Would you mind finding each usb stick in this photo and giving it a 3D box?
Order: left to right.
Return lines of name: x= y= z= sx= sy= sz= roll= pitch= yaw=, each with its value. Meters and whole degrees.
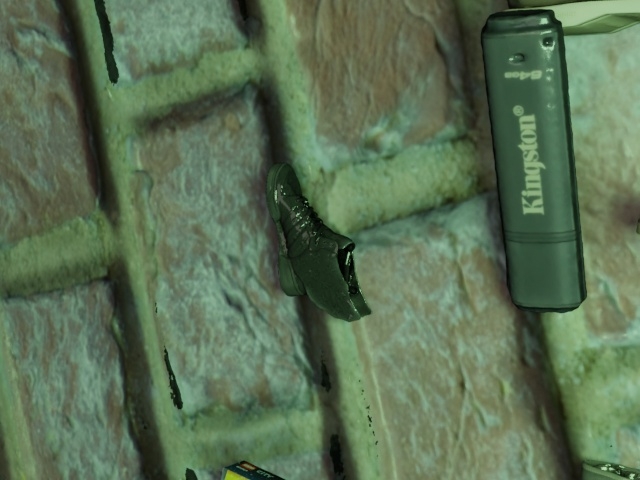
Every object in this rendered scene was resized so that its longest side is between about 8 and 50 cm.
usb stick: x=0.191 y=-0.065 z=0.965 sx=0.077 sy=0.045 sz=0.278 roll=5 pitch=114 yaw=35

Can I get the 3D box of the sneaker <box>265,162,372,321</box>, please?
sneaker: x=-0.001 y=0.000 z=1.121 sx=0.089 sy=0.051 sz=0.170 roll=-5 pitch=94 yaw=29

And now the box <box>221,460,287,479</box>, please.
box: x=-0.017 y=0.351 z=1.141 sx=0.233 sy=0.044 sz=0.159 roll=19 pitch=101 yaw=27

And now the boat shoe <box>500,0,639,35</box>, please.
boat shoe: x=0.304 y=-0.231 z=0.909 sx=0.324 sy=0.116 sz=0.097 roll=2 pitch=96 yaw=34

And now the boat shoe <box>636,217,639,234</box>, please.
boat shoe: x=0.413 y=-0.024 z=0.863 sx=0.302 sy=0.113 sz=0.103 roll=8 pitch=94 yaw=18

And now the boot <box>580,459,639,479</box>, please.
boot: x=0.238 y=0.305 z=0.983 sx=0.189 sy=0.076 sz=0.209 roll=3 pitch=100 yaw=15
